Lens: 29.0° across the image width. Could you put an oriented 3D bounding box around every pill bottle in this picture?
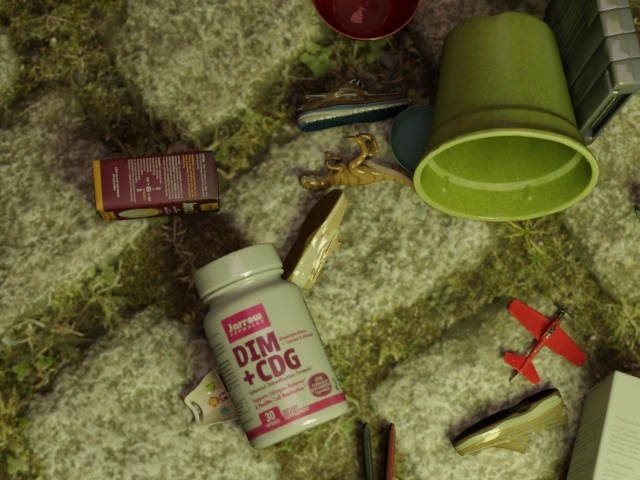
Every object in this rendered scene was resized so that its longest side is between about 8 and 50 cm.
[{"bbox_3d":[-0.081,0.158,1.871,0.160,0.160,0.283,-22,81,-7],"label":"pill bottle"}]

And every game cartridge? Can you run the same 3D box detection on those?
[{"bbox_3d":[0.408,-0.293,1.879,0.068,0.355,0.230,-6,80,-1],"label":"game cartridge"}]

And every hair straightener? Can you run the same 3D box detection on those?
[{"bbox_3d":[0.066,0.393,1.900,0.089,0.047,0.230,4,84,-2],"label":"hair straightener"}]

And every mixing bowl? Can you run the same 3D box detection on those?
[{"bbox_3d":[0.071,-0.397,2.012,0.181,0.098,0.181,0,79,-2],"label":"mixing bowl"}]

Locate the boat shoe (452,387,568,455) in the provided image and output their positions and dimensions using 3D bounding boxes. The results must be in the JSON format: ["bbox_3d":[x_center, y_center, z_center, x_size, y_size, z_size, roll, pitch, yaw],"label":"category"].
[{"bbox_3d":[0.299,0.299,1.915,0.190,0.068,0.072,-24,93,-7],"label":"boat shoe"}]

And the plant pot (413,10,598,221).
[{"bbox_3d":[0.281,-0.203,1.915,0.276,0.276,0.254,3,64,-2],"label":"plant pot"}]

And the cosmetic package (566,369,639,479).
[{"bbox_3d":[0.471,0.317,1.858,0.151,0.151,0.183,19,68,0],"label":"cosmetic package"}]

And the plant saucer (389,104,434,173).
[{"bbox_3d":[0.167,-0.160,2.007,0.119,0.021,0.119,2,79,-11],"label":"plant saucer"}]

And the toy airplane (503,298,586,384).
[{"bbox_3d":[0.344,0.163,1.958,0.151,0.028,0.151,1,80,-4],"label":"toy airplane"}]

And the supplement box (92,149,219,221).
[{"bbox_3d":[-0.254,-0.084,1.936,0.188,0.104,0.081,-5,80,-4],"label":"supplement box"}]

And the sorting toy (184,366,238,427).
[{"bbox_3d":[-0.168,0.250,1.913,0.075,0.045,0.083,-28,82,0],"label":"sorting toy"}]

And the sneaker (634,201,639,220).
[{"bbox_3d":[0.626,-0.040,1.972,0.226,0.086,0.163,35,91,-6],"label":"sneaker"}]

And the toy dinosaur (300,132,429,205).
[{"bbox_3d":[0.074,-0.114,1.990,0.211,0.064,0.112,0,101,4],"label":"toy dinosaur"}]

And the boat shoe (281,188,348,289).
[{"bbox_3d":[0.000,0.000,1.959,0.059,0.063,0.170,33,86,-30],"label":"boat shoe"}]

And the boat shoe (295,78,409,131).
[{"bbox_3d":[0.050,-0.225,1.997,0.183,0.066,0.066,-9,75,-7],"label":"boat shoe"}]
